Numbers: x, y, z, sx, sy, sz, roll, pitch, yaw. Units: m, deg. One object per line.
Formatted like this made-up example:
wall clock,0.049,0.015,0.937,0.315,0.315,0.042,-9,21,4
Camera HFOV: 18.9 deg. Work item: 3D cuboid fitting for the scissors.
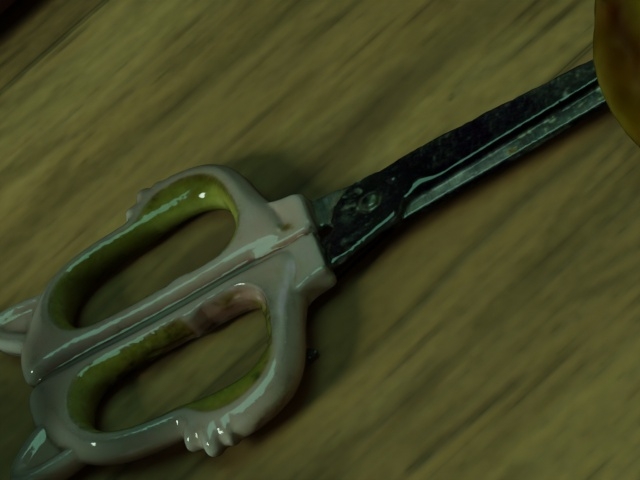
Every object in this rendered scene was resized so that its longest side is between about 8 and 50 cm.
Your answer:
scissors,0.000,0.000,0.813,0.317,0.024,0.160,-28,45,9

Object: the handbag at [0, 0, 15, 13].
handbag,-0.258,-0.144,0.998,0.225,0.135,0.146,-44,47,-1

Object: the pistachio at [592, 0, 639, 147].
pistachio,0.181,-0.057,0.707,0.110,0.100,0.189,-26,27,-23
